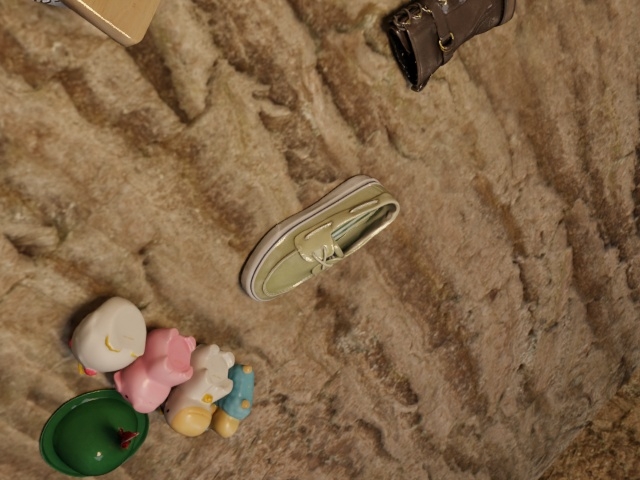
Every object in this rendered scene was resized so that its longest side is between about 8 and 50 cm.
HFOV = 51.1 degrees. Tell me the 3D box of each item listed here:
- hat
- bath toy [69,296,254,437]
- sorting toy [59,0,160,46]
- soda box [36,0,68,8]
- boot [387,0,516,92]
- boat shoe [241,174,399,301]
[{"bbox_3d":[-0.331,0.349,1.039,0.173,0.183,0.208,-36,130,-12],"label":"hat"},{"bbox_3d":[-0.257,0.212,1.062,0.348,0.129,0.151,42,44,-44],"label":"bath toy"},{"bbox_3d":[-0.266,-0.370,0.690,0.256,0.089,0.257,33,65,-37],"label":"sorting toy"},{"bbox_3d":[-0.318,-0.303,0.761,0.183,0.063,0.058,1,113,-35],"label":"soda box"},{"bbox_3d":[0.200,-0.389,1.052,0.229,0.091,0.262,-35,132,-14],"label":"boot"},{"bbox_3d":[0.000,0.000,1.130,0.302,0.094,0.109,-41,131,-9],"label":"boat shoe"}]
